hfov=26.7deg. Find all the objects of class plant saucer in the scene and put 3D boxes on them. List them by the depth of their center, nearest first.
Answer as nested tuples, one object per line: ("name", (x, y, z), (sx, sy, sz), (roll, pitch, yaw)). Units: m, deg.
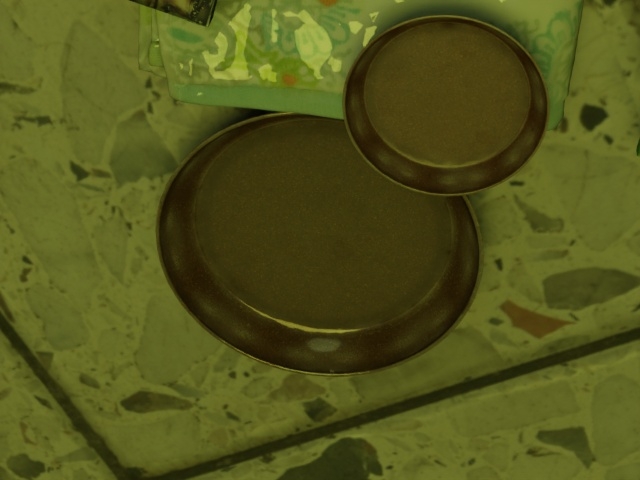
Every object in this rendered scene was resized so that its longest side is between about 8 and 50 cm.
("plant saucer", (0.103, -0.114, 1.106), (0.169, 0.029, 0.168), (5, 126, 7))
("plant saucer", (0.000, 0.000, 1.286), (0.311, 0.050, 0.310), (4, 125, 6))

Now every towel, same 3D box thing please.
("towel", (0.032, -0.251, 1.095), (0.375, 0.090, 0.320), (5, 125, 4))

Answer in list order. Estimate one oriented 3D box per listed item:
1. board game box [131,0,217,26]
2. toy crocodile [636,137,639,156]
("board game box", (-0.119, -0.269, 1.041), (0.126, 0.026, 0.186), (19, 122, -3))
("toy crocodile", (0.338, -0.199, 1.087), (0.115, 0.105, 0.340), (11, 129, 1))
